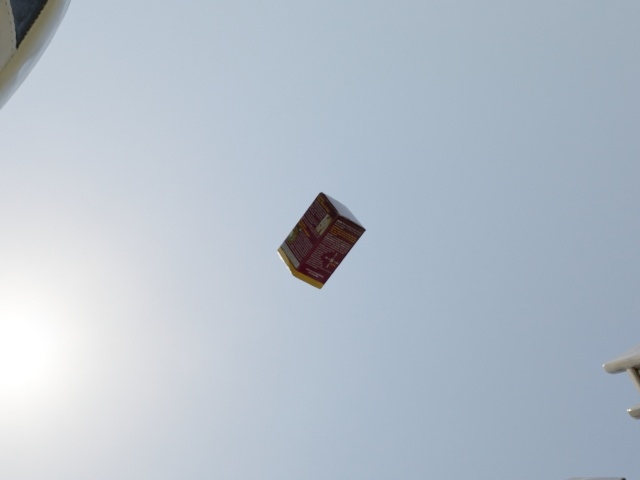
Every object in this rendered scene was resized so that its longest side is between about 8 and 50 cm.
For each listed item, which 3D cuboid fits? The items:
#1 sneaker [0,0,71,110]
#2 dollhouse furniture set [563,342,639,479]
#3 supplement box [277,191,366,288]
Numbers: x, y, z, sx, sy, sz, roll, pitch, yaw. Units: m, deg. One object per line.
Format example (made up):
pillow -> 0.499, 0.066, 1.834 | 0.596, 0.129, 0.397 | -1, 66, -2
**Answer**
sneaker -> -0.174, -0.078, 0.267 | 0.131, 0.148, 0.350 | 19, -100, -4
dollhouse furniture set -> 0.284, 0.163, 0.542 | 0.242, 0.161, 0.212 | -25, -100, -16
supplement box -> 0.000, 0.000, 0.882 | 0.043, 0.083, 0.055 | 28, -164, -34
